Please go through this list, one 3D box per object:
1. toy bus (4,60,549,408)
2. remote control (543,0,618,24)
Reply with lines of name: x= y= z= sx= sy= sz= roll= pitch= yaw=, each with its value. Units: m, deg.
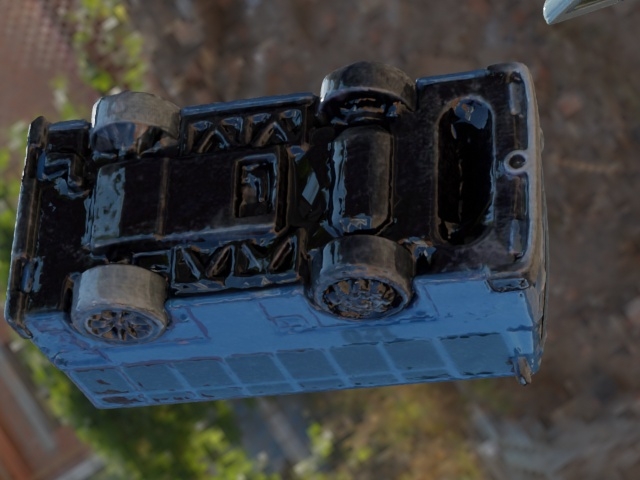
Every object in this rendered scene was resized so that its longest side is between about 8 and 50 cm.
toy bus: x=-0.009 y=0.003 z=0.877 sx=0.133 sy=0.234 sz=0.116 roll=61 pitch=-153 yaw=-56
remote control: x=0.287 y=-0.274 z=1.568 sx=0.051 sy=0.103 sz=0.293 roll=58 pitch=139 yaw=13
